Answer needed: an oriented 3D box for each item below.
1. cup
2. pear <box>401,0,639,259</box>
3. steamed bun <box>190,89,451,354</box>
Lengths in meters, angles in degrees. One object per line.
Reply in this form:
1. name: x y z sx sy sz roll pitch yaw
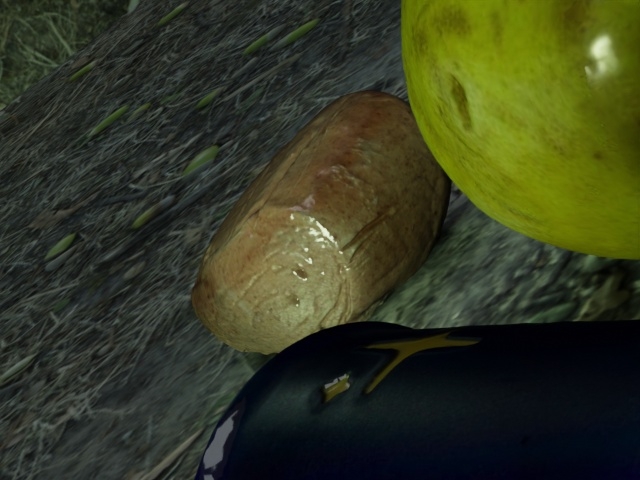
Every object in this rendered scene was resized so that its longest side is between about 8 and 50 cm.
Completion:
1. cup: 0.067 0.126 0.573 0.255 0.178 0.256 -30 13 -35
2. pear: 0.165 -0.116 0.910 0.269 0.269 0.321 -32 9 15
3. steamed bun: 0.000 0.000 1.144 0.175 0.106 0.145 -34 19 55
